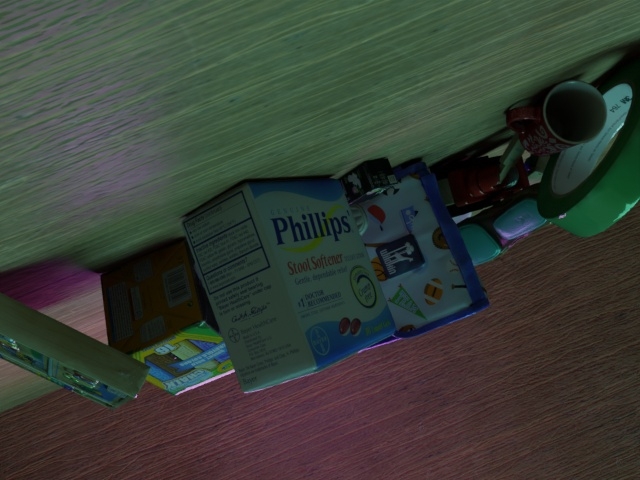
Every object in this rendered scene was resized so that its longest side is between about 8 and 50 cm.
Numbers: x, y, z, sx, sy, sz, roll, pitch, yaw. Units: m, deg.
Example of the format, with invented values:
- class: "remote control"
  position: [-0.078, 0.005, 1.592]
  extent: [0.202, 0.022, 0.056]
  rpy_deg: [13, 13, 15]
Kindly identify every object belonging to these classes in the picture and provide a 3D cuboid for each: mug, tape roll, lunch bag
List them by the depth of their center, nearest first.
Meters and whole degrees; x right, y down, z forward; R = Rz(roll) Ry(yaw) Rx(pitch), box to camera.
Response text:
- class: "tape roll"
  position: [0.511, -0.163, 1.255]
  extent: [0.321, 0.077, 0.321]
  rpy_deg: [-61, -175, 9]
- class: "mug"
  position: [0.419, -0.224, 1.290]
  extent: [0.113, 0.150, 0.169]
  rpy_deg: [-60, 179, -4]
- class: "lunch bag"
  position: [0.166, 0.042, 1.499]
  extent: [0.239, 0.327, 0.385]
  rpy_deg: [-20, 174, -29]

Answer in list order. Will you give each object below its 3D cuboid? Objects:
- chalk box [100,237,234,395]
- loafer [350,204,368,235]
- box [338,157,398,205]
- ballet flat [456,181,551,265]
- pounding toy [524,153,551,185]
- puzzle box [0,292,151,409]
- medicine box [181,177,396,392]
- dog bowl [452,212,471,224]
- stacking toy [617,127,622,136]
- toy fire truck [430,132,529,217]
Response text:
- class: "chalk box"
  position: [-0.247, 0.160, 1.303]
  extent: [0.179, 0.180, 0.289]
  rpy_deg: [-23, 147, 6]
- class: "loafer"
  position: [-0.055, -0.004, 1.392]
  extent: [0.320, 0.112, 0.111]
  rpy_deg: [-16, 180, 17]
- class: "box"
  position: [0.083, -0.104, 1.250]
  extent: [0.062, 0.052, 0.083]
  rpy_deg: [-14, 170, -41]
- class: "ballet flat"
  position: [0.397, -0.041, 1.551]
  extent: [0.124, 0.116, 0.342]
  rpy_deg: [-41, -179, -38]
- class: "pounding toy"
  position: [0.529, -0.210, 1.624]
  extent: [0.094, 0.181, 0.206]
  rpy_deg: [20, 174, 4]
- class: "puzzle box"
  position: [-0.433, 0.188, 1.144]
  extent: [0.052, 0.272, 0.409]
  rpy_deg: [-65, -169, -23]
- class: "medicine box"
  position: [-0.042, 0.060, 1.129]
  extent: [0.149, 0.289, 0.263]
  rpy_deg: [-24, 173, 32]
- class: "dog bowl"
  position: [0.266, -0.015, 1.814]
  extent: [0.265, 0.104, 0.265]
  rpy_deg: [-40, 158, -20]
- class: "stacking toy"
  position: [0.741, -0.275, 1.230]
  extent: [0.351, 0.350, 0.480]
  rpy_deg: [-23, 158, 5]
- class: "toy fire truck"
  position: [0.387, -0.157, 1.511]
  extent: [0.217, 0.158, 0.246]
  rpy_deg: [-15, 180, -44]
